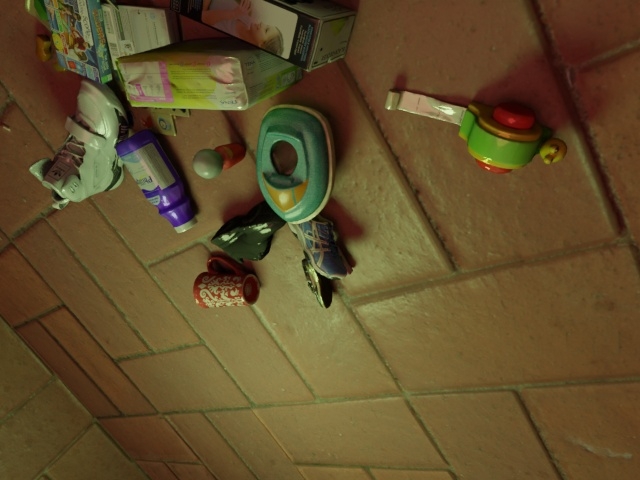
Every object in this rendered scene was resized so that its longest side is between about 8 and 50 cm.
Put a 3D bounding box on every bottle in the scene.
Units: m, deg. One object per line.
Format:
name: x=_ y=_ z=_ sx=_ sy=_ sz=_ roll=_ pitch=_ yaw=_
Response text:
bottle: x=-0.434 y=-0.154 z=1.203 sx=0.118 sy=0.092 sz=0.282 roll=-3 pitch=121 yaw=43

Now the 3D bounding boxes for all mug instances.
mug: x=-0.279 y=0.131 z=1.305 sx=0.170 sy=0.113 sz=0.150 roll=-3 pitch=121 yaw=27

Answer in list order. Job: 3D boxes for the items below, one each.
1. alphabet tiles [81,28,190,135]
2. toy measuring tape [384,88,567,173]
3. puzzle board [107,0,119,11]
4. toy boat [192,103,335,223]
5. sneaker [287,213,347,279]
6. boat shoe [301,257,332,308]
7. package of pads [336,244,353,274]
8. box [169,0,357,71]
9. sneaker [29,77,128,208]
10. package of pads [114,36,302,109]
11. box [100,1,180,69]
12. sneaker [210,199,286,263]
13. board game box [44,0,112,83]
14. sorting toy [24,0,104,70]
alphabet tiles: x=-0.479 y=-0.413 z=1.111 sx=0.343 sy=0.011 sz=0.284 roll=13 pitch=127 yaw=21
toy measuring tape: x=0.259 y=-0.197 z=0.780 sx=0.331 sy=0.121 sz=0.121 roll=22 pitch=129 yaw=15
puzzle board: x=-0.474 y=-0.559 z=0.932 sx=0.011 sy=0.096 sz=0.128 roll=-30 pitch=73 yaw=7
toy boat: x=-0.122 y=-0.164 z=0.980 sx=0.319 sy=0.148 sz=0.267 roll=11 pitch=118 yaw=25
sneaker: x=0.000 y=0.000 z=1.057 sx=0.081 sy=0.080 sz=0.211 roll=-41 pitch=80 yaw=33
boat shoe: x=-0.009 y=0.110 z=1.180 sx=0.049 sy=0.056 sz=0.152 roll=-3 pitch=110 yaw=36
package of pads: x=0.041 y=0.055 z=1.125 sx=0.050 sy=0.032 sz=0.083 roll=-22 pitch=109 yaw=35
box: x=-0.099 y=-0.413 z=0.799 sx=0.290 sy=0.169 sz=0.087 roll=29 pitch=128 yaw=11
sneaker: x=-0.632 y=-0.238 z=1.169 sx=0.138 sy=0.210 sz=0.365 roll=33 pitch=135 yaw=6
package of pads: x=-0.216 y=-0.335 z=0.874 sx=0.297 sy=0.229 sz=0.101 roll=9 pitch=125 yaw=23
box: x=-0.404 y=-0.454 z=1.008 sx=0.186 sy=0.038 sz=0.145 roll=15 pitch=127 yaw=20
sneaker: x=-0.165 y=-0.014 z=1.155 sx=0.130 sy=0.109 sz=0.286 roll=49 pitch=144 yaw=-19
board game box: x=-0.562 y=-0.483 z=1.026 sx=0.136 sy=0.035 sz=0.201 roll=25 pitch=135 yaw=11
sorting toy: x=-0.636 y=-0.541 z=1.078 sx=0.229 sy=0.041 sz=0.307 roll=40 pitch=130 yaw=5
